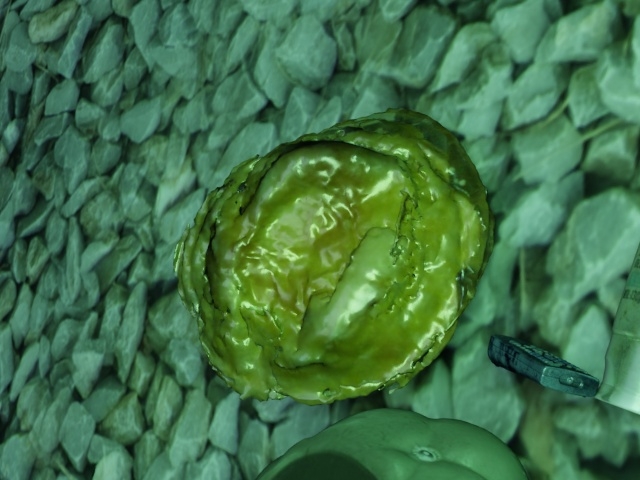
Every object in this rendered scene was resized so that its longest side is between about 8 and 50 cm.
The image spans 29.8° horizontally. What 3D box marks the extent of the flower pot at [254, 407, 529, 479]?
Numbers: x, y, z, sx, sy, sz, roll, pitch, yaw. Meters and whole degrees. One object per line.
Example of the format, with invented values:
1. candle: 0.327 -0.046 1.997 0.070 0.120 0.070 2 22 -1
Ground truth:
1. flower pot: 0.061 0.244 0.891 0.246 0.195 0.246 -17 65 40

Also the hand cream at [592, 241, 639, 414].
1. hand cream: 0.275 -0.025 0.848 0.111 0.070 0.312 14 85 61

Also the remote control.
1. remote control: 0.162 0.094 0.906 0.152 0.043 0.027 -164 94 -81

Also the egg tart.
1. egg tart: 0.000 0.000 1.021 0.297 0.132 0.297 -12 60 21
